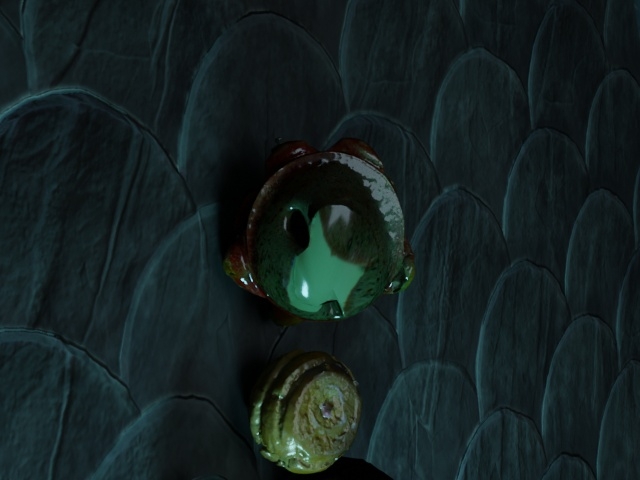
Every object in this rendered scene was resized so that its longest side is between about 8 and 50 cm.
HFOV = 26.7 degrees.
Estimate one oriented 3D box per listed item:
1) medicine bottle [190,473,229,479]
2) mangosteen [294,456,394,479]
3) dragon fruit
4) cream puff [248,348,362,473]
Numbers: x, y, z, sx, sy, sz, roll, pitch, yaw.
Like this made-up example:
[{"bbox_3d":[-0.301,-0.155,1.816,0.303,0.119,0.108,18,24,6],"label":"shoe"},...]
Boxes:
[{"bbox_3d":[-0.071,0.483,1.883,0.426,0.108,0.108,57,44,-41],"label":"medicine bottle"},{"bbox_3d":[0.037,0.421,1.944,0.230,0.194,0.194,-88,158,-59],"label":"mangosteen"},{"bbox_3d":[0.000,0.000,1.890,0.268,0.130,0.295,5,110,-25],"label":"dragon fruit"},{"bbox_3d":[-0.028,0.237,1.927,0.189,0.129,0.189,-3,94,-48],"label":"cream puff"}]
